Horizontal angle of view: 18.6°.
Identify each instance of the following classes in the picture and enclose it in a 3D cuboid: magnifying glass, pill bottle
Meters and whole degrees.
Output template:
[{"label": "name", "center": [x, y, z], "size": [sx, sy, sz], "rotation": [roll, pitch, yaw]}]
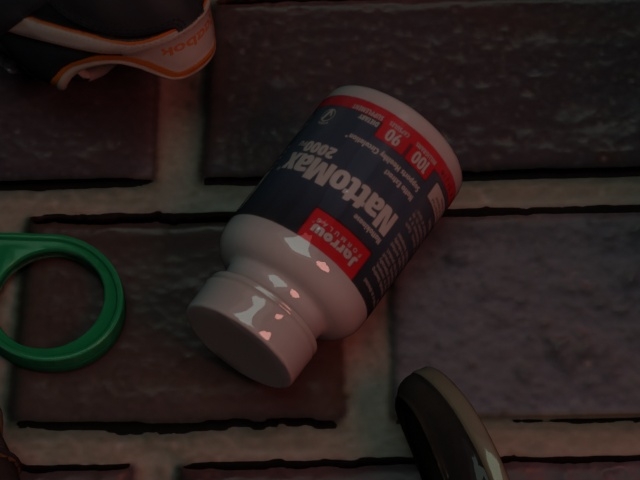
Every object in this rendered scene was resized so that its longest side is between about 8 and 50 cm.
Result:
[{"label": "magnifying glass", "center": [-0.232, 0.015, 1.292], "size": [0.231, 0.026, 0.092], "rotation": [26, 66, 16]}, {"label": "pill bottle", "center": [0.000, 0.000, 1.233], "size": [0.108, 0.108, 0.180], "rotation": [29, 67, 19]}]

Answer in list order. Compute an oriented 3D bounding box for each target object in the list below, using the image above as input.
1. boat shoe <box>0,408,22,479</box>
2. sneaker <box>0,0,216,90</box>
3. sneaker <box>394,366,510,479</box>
[{"label": "boat shoe", "center": [-0.332, 0.204, 1.128], "size": [0.355, 0.132, 0.130], "rotation": [-29, 62, -11]}, {"label": "sneaker", "center": [-0.203, -0.178, 1.352], "size": [0.321, 0.127, 0.126], "rotation": [19, 54, 42]}, {"label": "sneaker", "center": [0.059, 0.183, 1.138], "size": [0.118, 0.083, 0.222], "rotation": [-19, 62, -6]}]
